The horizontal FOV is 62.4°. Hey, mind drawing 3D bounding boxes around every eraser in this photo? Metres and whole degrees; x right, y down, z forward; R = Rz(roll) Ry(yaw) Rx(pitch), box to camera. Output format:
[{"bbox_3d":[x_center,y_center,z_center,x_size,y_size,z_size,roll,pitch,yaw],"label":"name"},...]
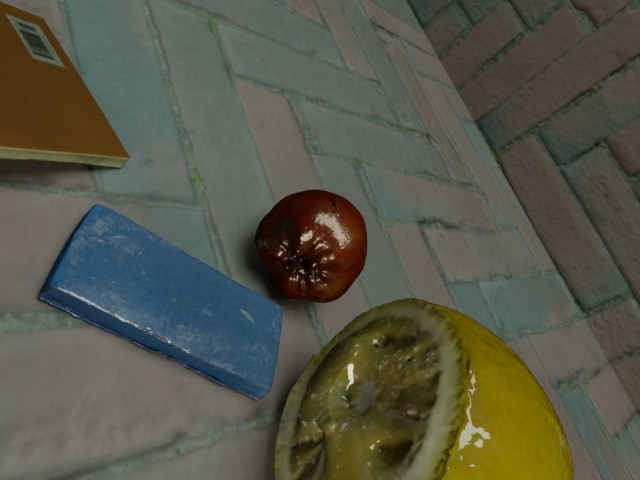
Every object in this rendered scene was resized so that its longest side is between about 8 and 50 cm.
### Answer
[{"bbox_3d":[-0.183,0.083,0.688,0.311,0.042,0.144,34,40,-26],"label":"eraser"}]

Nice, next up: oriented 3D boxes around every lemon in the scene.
[{"bbox_3d":[0.144,0.277,0.653,0.364,0.364,0.364,30,41,-30],"label":"lemon"}]

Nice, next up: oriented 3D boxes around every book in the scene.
[{"bbox_3d":[-0.403,-0.204,0.598,0.263,0.028,0.374,58,18,5],"label":"book"}]

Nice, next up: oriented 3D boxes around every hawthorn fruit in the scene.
[{"bbox_3d":[0.000,0.000,0.859,0.185,0.185,0.202,53,31,-2],"label":"hawthorn fruit"}]
